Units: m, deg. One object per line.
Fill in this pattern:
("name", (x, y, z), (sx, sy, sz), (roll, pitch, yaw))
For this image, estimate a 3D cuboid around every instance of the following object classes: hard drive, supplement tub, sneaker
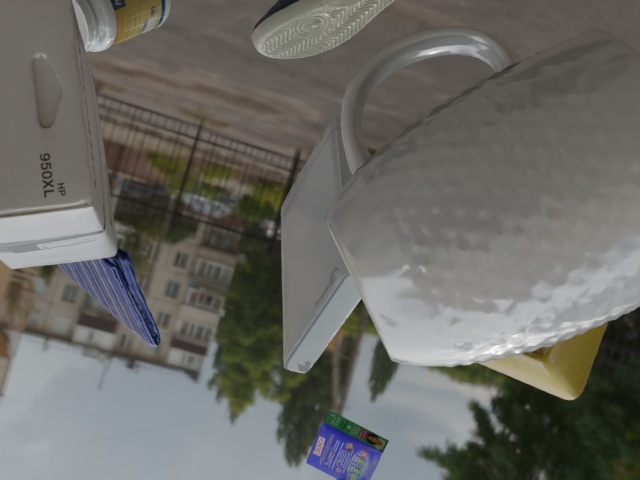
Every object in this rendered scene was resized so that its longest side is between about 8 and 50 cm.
("hard drive", (0.000, 0.000, 1.577), (0.047, 0.233, 0.353), (16, -139, -19))
("supplement tub", (-0.388, -0.429, 1.826), (0.144, 0.144, 0.200), (16, -143, 36))
("sneaker", (0.035, -0.408, 1.491), (0.350, 0.148, 0.131), (-30, 157, 19))

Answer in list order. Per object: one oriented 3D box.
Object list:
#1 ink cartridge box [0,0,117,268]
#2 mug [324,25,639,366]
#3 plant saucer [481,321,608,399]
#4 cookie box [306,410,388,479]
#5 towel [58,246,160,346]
("ink cartridge box", (-0.372, -0.134, 1.300), (0.166, 0.285, 0.395), (-8, 172, -9))
("mug", (0.166, -0.061, 1.038), (0.328, 0.374, 0.276), (-26, 159, 0))
("plant saucer", (0.273, 0.030, 1.482), (0.333, 0.333, 0.081), (21, -172, 23))
("cookie box", (0.043, 0.342, 1.623), (0.107, 0.092, 0.040), (26, -153, 9))
("towel", (-0.411, 0.033, 1.769), (0.336, 0.040, 0.243), (33, 152, 34))
